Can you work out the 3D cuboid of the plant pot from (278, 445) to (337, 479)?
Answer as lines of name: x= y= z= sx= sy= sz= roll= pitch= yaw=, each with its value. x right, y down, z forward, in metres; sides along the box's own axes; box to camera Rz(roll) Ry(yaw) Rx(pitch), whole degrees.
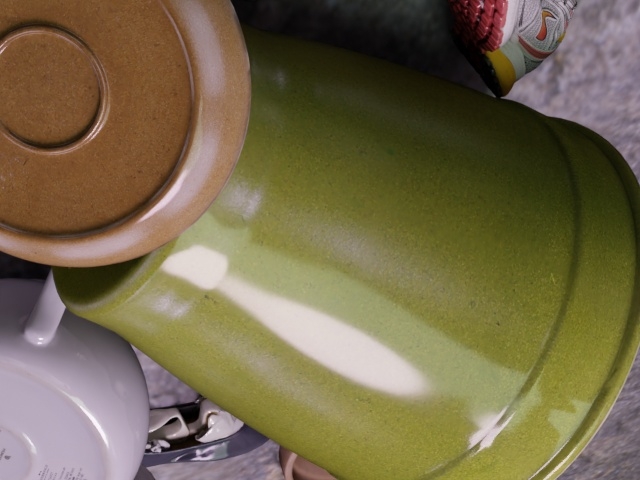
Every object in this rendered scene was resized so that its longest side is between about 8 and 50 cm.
plant pot: x=0.057 y=0.188 z=1.343 sx=0.237 sy=0.109 sz=0.237 roll=-15 pitch=142 yaw=-12

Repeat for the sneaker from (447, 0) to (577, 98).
sneaker: x=0.150 y=-0.197 z=0.937 sx=0.093 sy=0.088 sz=0.225 roll=-36 pitch=164 yaw=1

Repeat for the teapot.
teapot: x=-0.255 y=0.120 z=1.034 sx=0.256 sy=0.187 sz=0.252 roll=-15 pitch=120 yaw=18

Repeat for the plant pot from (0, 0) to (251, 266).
plant pot: x=-0.160 y=-0.091 z=0.704 sx=0.236 sy=0.032 sz=0.236 roll=2 pitch=109 yaw=7

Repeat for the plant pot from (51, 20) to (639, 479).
plant pot: x=0.000 y=0.000 z=0.921 sx=0.353 sy=0.366 sz=0.366 roll=25 pitch=122 yaw=-32

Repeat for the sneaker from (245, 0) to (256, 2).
sneaker: x=-0.102 y=-0.199 z=0.789 sx=0.281 sy=0.106 sz=0.162 roll=-26 pitch=146 yaw=0

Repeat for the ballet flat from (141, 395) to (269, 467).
ballet flat: x=-0.143 y=0.205 z=1.287 sx=0.203 sy=0.074 sz=0.074 roll=-7 pitch=140 yaw=-19

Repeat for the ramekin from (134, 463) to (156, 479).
ramekin: x=-0.290 y=0.299 z=1.132 sx=0.273 sy=0.273 sz=0.127 roll=-4 pitch=106 yaw=-26
